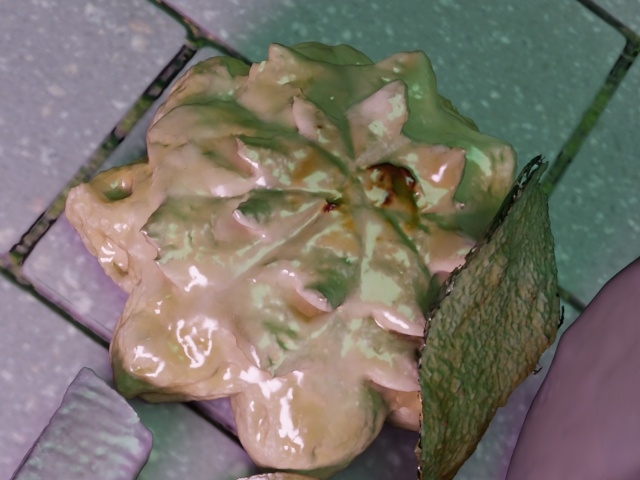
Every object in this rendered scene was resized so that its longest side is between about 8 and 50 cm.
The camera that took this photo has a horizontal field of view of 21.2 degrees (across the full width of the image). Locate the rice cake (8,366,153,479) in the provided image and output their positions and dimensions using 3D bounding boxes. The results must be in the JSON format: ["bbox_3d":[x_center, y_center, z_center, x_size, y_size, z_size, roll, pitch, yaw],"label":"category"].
[{"bbox_3d":[-0.190,0.228,0.879,0.073,0.056,0.365,27,59,0],"label":"rice cake"}]

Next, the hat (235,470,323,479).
[{"bbox_3d":[-0.026,0.208,0.953,0.146,0.067,0.146,-13,50,16],"label":"hat"}]

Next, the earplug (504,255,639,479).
[{"bbox_3d":[0.330,0.195,0.945,0.394,0.312,0.312,17,61,-13],"label":"earplug"}]

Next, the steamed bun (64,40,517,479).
[{"bbox_3d":[0.000,0.000,1.018,0.295,0.137,0.292,19,64,-14],"label":"steamed bun"}]

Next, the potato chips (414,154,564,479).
[{"bbox_3d":[0.099,0.054,0.984,0.142,0.026,0.209,-4,107,-52],"label":"potato chips"}]
